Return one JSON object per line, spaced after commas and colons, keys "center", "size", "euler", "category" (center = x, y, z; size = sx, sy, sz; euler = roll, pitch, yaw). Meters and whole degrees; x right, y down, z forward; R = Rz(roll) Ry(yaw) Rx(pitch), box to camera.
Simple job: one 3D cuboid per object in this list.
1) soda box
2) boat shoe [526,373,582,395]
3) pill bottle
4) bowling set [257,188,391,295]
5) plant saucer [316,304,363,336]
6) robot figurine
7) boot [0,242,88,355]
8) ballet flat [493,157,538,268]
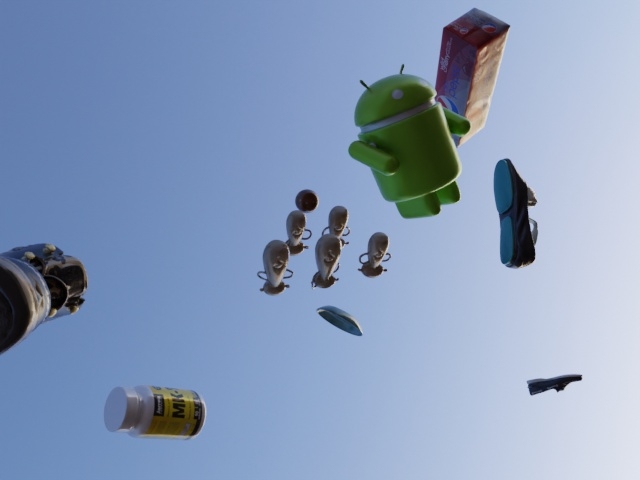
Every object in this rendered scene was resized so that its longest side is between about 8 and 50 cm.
{"center": [0.279, -0.306, 1.200], "size": [0.092, 0.083, 0.263], "euler": [-37, -28, -19], "category": "soda box"}
{"center": [0.536, 0.329, 1.420], "size": [0.046, 0.125, 0.038], "euler": [27, -128, -60], "category": "boat shoe"}
{"center": [-0.381, 0.397, 1.437], "size": [0.209, 0.119, 0.119], "euler": [20, -93, -44], "category": "pill bottle"}
{"center": [0.000, 0.000, 1.362], "size": [0.287, 0.199, 0.154], "euler": [-2, -42, -9], "category": "bowling set"}
{"center": [0.047, 0.177, 1.402], "size": [0.119, 0.119, 0.021], "euler": [44, -111, -37], "category": "plant saucer"}
{"center": [0.067, -0.075, 0.479], "size": [0.101, 0.067, 0.115], "euler": [-29, -76, -30], "category": "robot figurine"}
{"center": [-0.418, 0.074, 0.803], "size": [0.284, 0.378, 0.138], "euler": [-26, -84, -64], "category": "boot"}
{"center": [0.350, -0.046, 1.103], "size": [0.074, 0.074, 0.203], "euler": [16, -113, -41], "category": "ballet flat"}
